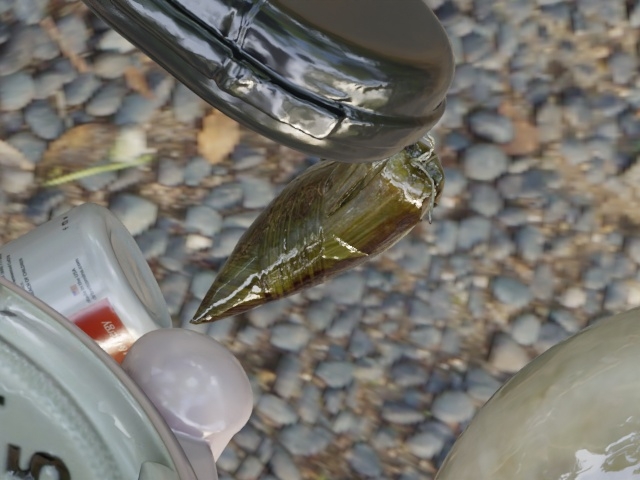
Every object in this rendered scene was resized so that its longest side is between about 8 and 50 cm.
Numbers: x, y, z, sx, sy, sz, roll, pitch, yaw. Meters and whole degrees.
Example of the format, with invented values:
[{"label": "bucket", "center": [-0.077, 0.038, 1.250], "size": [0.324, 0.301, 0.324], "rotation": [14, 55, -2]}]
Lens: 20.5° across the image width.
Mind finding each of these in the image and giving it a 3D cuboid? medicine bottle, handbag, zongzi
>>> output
[{"label": "medicine bottle", "center": [-0.293, 0.094, 1.624], "size": [0.288, 0.157, 0.157], "rotation": [-28, 101, 6]}, {"label": "handbag", "center": [-0.045, -0.171, 1.231], "size": [0.308, 0.254, 0.093], "rotation": [38, 115, 11]}, {"label": "zongzi", "center": [0.000, 0.000, 1.730], "size": [0.241, 0.247, 0.111], "rotation": [-44, 100, -22]}]

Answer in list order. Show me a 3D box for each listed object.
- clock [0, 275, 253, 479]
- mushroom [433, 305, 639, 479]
[{"label": "clock", "center": [-0.194, 0.124, 0.653], "size": [0.326, 0.342, 0.184], "rotation": [24, 118, -23]}, {"label": "mushroom", "center": [0.126, 0.120, 0.516], "size": [0.204, 0.204, 0.204], "rotation": [-1, 93, -17]}]
